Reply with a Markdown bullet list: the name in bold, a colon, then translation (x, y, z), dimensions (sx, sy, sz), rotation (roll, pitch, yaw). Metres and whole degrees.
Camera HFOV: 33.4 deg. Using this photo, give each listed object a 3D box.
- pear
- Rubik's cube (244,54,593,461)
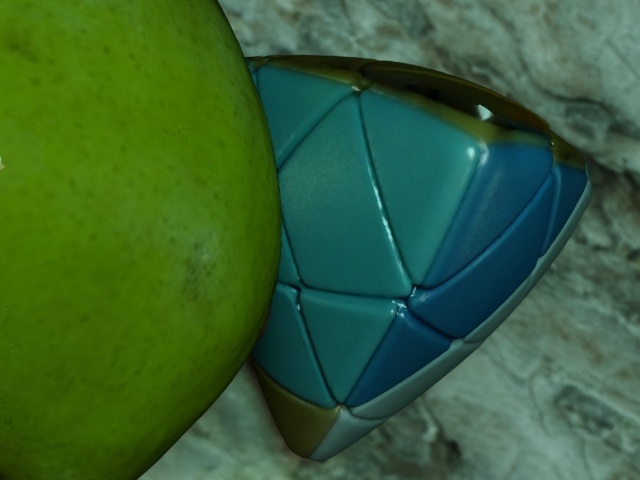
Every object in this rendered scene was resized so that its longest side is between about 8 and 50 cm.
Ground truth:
- **pear**: translation (-0.165, -0.056, 0.509), dimensions (0.287, 0.287, 0.375), rotation (0, 69, -11)
- **Rubik's cube**: translation (0.000, 0.000, 0.601), dimensions (0.255, 0.254, 0.254), rotation (1, 83, -10)
